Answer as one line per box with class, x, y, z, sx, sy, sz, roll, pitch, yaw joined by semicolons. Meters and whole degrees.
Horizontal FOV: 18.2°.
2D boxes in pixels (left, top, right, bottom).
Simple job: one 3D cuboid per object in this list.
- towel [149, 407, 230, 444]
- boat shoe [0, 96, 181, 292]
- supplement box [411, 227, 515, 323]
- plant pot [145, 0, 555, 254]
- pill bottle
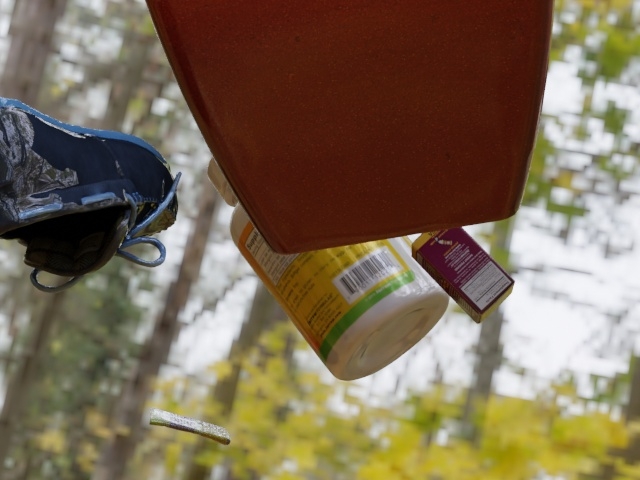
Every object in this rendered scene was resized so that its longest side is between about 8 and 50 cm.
towel;-0.127;0.182;1.947;0.083;0.009;0.060;16;4;-6
boat shoe;-0.161;-0.014;1.204;0.109;0.089;0.258;-26;-15;22
supplement box;0.118;0.023;1.659;0.083;0.043;0.055;46;-7;9
plant pot;0.030;-0.143;1.413;0.267;0.236;0.267;-9;30;2
pill bottle;0.000;0.000;1.896;0.246;0.136;0.136;52;1;20
